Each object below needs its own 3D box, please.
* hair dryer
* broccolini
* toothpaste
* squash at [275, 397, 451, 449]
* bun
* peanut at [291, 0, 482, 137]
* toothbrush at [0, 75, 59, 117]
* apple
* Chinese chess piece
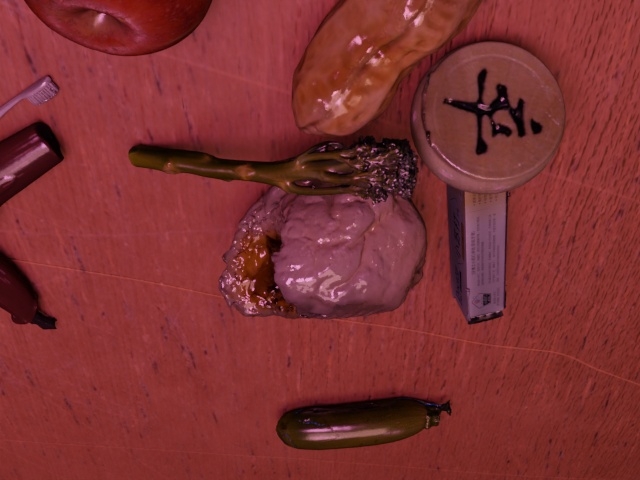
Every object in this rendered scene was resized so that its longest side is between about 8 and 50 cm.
[{"bbox_3d":[-0.440,0.016,0.997,0.313,0.123,0.340,-27,138,2],"label":"hair dryer"},{"bbox_3d":[-0.066,-0.103,0.867,0.392,0.074,0.078,10,102,26],"label":"broccolini"},{"bbox_3d":[0.232,-0.016,1.032,0.071,0.089,0.313,-14,128,-4],"label":"toothpaste"},{"bbox_3d":[0.082,0.339,1.299,0.331,0.087,0.087,-5,129,-4],"label":"squash"},{"bbox_3d":[0.015,-0.001,0.942,0.282,0.281,0.204,-2,88,-4],"label":"bun"},{"bbox_3d":[0.073,-0.242,0.798,0.147,0.147,0.305,31,119,-26],"label":"peanut"},{"bbox_3d":[-0.450,-0.136,0.907,0.276,0.019,0.025,-27,134,14],"label":"toothbrush"},{"bbox_3d":[-0.205,-0.288,0.718,0.201,0.162,0.201,10,167,2],"label":"apple"},{"bbox_3d":[0.205,-0.151,0.867,0.188,0.188,0.083,-6,172,-1],"label":"Chinese chess piece"}]
